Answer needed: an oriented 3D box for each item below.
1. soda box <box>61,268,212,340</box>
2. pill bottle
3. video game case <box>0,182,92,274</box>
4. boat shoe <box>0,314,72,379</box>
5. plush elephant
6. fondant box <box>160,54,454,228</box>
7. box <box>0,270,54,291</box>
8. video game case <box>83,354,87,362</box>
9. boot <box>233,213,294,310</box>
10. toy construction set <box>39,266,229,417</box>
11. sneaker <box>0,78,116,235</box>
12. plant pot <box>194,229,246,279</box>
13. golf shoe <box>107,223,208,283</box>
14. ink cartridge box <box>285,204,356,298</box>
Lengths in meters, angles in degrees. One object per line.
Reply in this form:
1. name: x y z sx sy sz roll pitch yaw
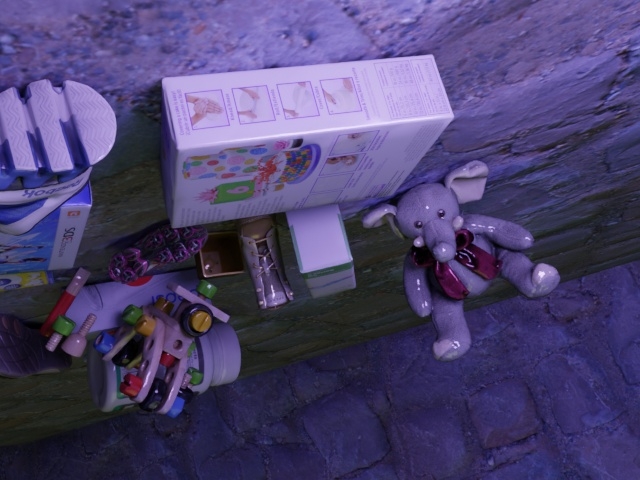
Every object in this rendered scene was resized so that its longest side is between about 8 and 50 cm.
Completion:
1. soda box: -0.372 0.131 1.401 0.286 0.098 0.091 -8 164 -19
2. pill bottle: -0.407 0.318 1.800 0.361 0.204 0.204 -3 160 -34
3. video game case: -0.460 -0.014 0.916 0.269 0.061 0.244 -6 160 -27
4. boat shoe: -0.671 0.247 1.464 0.130 0.132 0.355 -19 162 6
5. plush elephant: 0.235 0.001 1.272 0.272 0.330 0.255 -34 136 16
6. fondant box: -0.031 -0.120 0.874 0.330 0.096 0.238 -10 163 -17
7. box: -0.528 0.051 1.104 0.179 0.043 0.105 -7 162 -18
8. video game case: -0.549 0.316 1.993 0.183 0.023 0.201 -25 160 32
9. boot: -0.096 0.033 1.194 0.077 0.165 0.213 -14 165 -6
10. toy construction set: -0.318 0.144 1.252 0.308 0.237 0.257 31 177 -8
11. sneaker: -0.376 -0.062 0.711 0.315 0.127 0.182 -9 161 -24
12. plant pot: -0.195 0.033 1.274 0.081 0.081 0.083 -6 168 -27
13. golf shoe: -0.272 0.010 1.175 0.186 0.067 0.086 -21 -169 14
14. ink cartridge box: 0.000 0.000 1.188 0.093 0.154 0.212 -15 164 2
